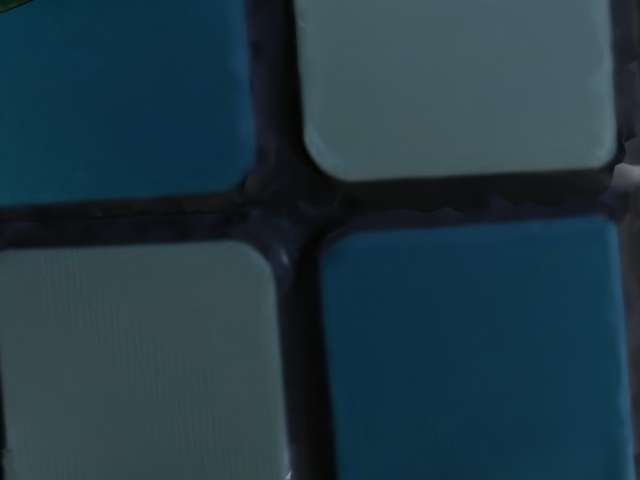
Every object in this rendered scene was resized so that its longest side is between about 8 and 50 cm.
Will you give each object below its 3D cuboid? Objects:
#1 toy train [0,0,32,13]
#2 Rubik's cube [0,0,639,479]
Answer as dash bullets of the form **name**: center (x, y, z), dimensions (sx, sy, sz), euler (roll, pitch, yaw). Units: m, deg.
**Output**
- **toy train**: center (-0.035, -0.141, 0.352), dimensions (0.115, 0.269, 0.154), euler (-44, 114, -76)
- **Rubik's cube**: center (0.006, -0.022, 0.503), dimensions (0.180, 0.183, 0.167), euler (-39, 124, -76)
